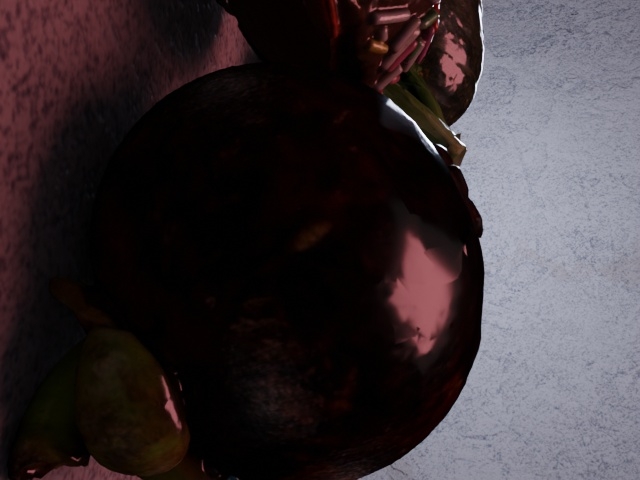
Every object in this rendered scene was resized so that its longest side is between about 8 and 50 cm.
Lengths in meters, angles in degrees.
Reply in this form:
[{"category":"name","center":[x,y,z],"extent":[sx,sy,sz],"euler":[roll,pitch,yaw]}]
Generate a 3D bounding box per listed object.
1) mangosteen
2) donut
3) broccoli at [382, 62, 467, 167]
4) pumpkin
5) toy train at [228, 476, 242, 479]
[{"category":"mangosteen","center":[-0.056,0.036,0.601],"extent":[0.306,0.359,0.306],"euler":[157,-90,-82]},{"category":"donut","center":[-0.005,-0.249,0.661],"extent":[0.259,0.136,0.345],"euler":[51,-14,32]},{"category":"broccoli","center":[0.044,-0.134,1.044],"extent":[0.308,0.275,0.308],"euler":[-49,161,-23]},{"category":"pumpkin","center":[0.111,-0.304,1.298],"extent":[0.257,0.291,0.328],"euler":[40,58,-35]},{"category":"toy train","center":[-0.068,0.225,0.932],"extent":[0.107,0.154,0.198],"euler":[-68,162,-71]}]
